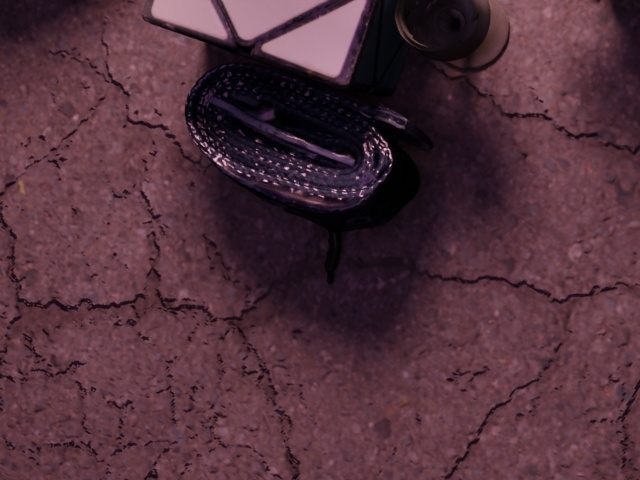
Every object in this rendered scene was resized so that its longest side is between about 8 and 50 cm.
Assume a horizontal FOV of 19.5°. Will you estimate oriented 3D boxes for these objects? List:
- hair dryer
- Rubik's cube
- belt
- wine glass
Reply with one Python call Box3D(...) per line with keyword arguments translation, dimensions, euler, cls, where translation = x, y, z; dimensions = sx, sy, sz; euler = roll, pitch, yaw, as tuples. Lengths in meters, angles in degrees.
Box3D(translation=(0.000, 0.000, 1.785), dimensions=(0.079, 0.031, 0.083), euler=(11, 102, 24), cls="hair dryer")
Box3D(translation=(-0.015, -0.257, 1.687), dimensions=(0.207, 0.205, 0.205), euler=(19, 96, 14), cls="Rubik's cube")
Box3D(translation=(-0.013, -0.084, 1.731), dimensions=(0.218, 0.128, 0.122), euler=(24, 88, 20), cls="belt")
Box3D(translation=(0.118, -0.196, 1.660), dimensions=(0.079, 0.195, 0.079), euler=(1, 92, 14), cls="wine glass")
